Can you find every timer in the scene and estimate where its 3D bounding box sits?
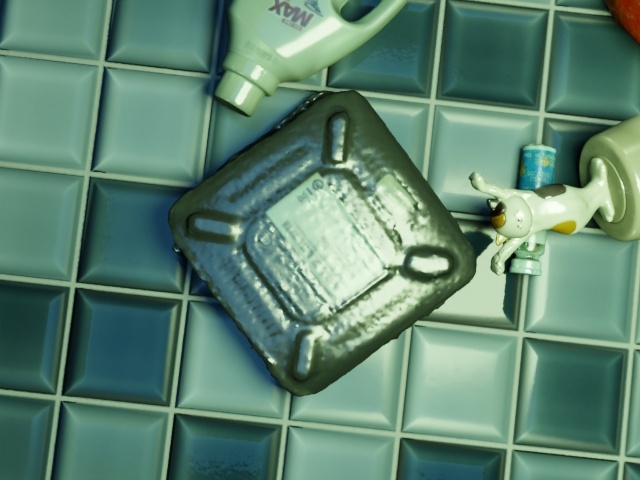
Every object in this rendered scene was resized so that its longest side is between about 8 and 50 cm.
[{"bbox_3d":[0.345,-0.055,1.111,0.266,0.175,0.175,-17,87,-8],"label":"timer"}]

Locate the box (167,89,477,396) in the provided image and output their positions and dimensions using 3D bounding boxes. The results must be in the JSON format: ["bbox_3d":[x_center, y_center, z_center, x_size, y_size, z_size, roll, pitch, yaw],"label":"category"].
[{"bbox_3d":[0.000,0.000,1.155,0.350,0.091,0.359,-37,90,-3],"label":"box"}]

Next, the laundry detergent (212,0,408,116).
[{"bbox_3d":[-0.014,-0.355,1.160,0.264,0.125,0.397,30,88,0],"label":"laundry detergent"}]

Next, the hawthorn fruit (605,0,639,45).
[{"bbox_3d":[0.496,-0.376,1.141,0.253,0.205,0.205,44,87,6],"label":"hawthorn fruit"}]

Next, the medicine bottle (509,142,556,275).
[{"bbox_3d":[0.312,-0.044,1.184,0.051,0.051,0.191,7,86,-1],"label":"medicine bottle"}]
